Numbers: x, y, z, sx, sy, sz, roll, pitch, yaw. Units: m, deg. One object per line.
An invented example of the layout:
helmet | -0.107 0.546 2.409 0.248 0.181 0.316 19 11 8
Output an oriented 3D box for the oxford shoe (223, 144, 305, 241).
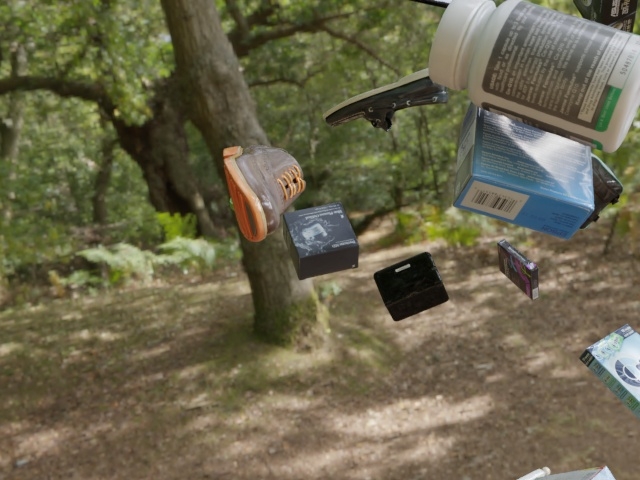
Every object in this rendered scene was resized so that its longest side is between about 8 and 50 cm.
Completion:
oxford shoe | -0.091 -0.102 1.393 0.133 0.130 0.363 -13 24 -4

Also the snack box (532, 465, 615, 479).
snack box | 0.403 0.441 1.223 0.070 0.174 0.207 -27 -10 -25

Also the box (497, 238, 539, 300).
box | 0.566 0.082 2.319 0.029 0.116 0.162 -24 39 -12

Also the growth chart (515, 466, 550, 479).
growth chart | 0.404 0.528 1.440 0.172 0.237 0.021 -24 -8 -35

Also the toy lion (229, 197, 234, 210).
toy lion | -0.134 -0.084 1.578 0.100 0.034 0.096 -22 33 -28

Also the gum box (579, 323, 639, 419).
gum box | 0.676 0.281 1.738 0.157 0.184 0.041 -20 -35 -33

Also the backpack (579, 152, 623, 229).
backpack | 0.645 -0.148 2.047 0.166 0.188 0.144 -44 38 13

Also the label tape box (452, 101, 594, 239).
label tape box | 0.404 -0.184 1.606 0.241 0.333 0.106 16 -38 -4

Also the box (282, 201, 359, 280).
box | 0.000 0.000 2.018 0.156 0.158 0.093 -12 -40 -12

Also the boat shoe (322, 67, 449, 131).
boat shoe | 0.170 -0.336 2.060 0.340 0.113 0.127 -19 4 18

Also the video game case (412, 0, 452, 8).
video game case | 0.231 -0.627 1.822 0.274 0.196 0.026 1 -11 -31

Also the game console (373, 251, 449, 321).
game console | 0.181 0.093 1.610 0.122 0.107 0.071 -23 -8 6

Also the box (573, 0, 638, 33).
box | 0.588 -0.527 1.666 0.078 0.147 0.180 -16 -35 2

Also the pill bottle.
pill bottle | 0.391 -0.310 1.447 0.361 0.204 0.204 24 17 19
